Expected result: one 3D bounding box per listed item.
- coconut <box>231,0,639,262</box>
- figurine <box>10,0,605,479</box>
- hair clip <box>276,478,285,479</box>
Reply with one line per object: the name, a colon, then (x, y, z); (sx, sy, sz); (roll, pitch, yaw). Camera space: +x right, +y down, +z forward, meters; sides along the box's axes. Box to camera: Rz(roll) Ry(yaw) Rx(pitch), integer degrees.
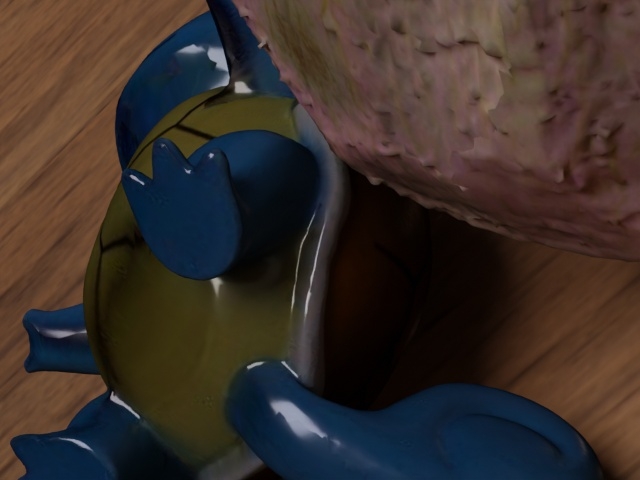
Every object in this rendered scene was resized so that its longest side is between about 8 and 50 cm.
coconut: (0.137, -0.177, 0.847); (0.404, 0.404, 0.405); (-24, 52, 36)
figurine: (-0.033, 0.004, 0.980); (0.416, 0.243, 0.298); (-121, 39, -49)
hair clip: (-0.007, 0.169, 0.989); (0.321, 0.138, 0.091); (31, 136, 49)
